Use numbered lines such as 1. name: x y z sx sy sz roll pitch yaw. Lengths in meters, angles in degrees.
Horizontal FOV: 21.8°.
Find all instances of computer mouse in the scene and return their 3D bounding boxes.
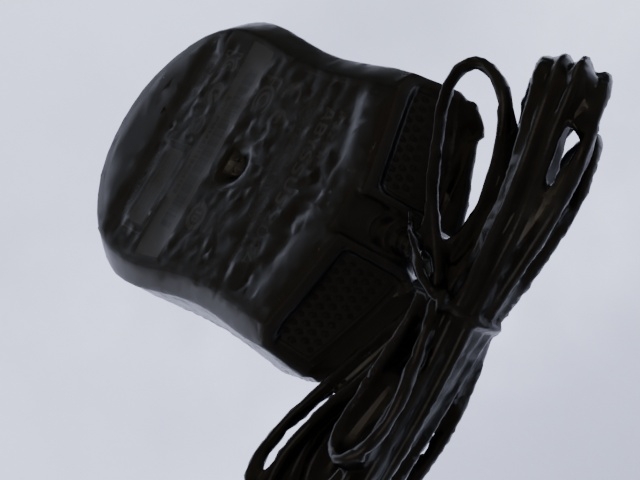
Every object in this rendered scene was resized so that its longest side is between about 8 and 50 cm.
1. computer mouse: 0.000 0.000 0.618 0.188 0.072 0.272 -58 -147 2
